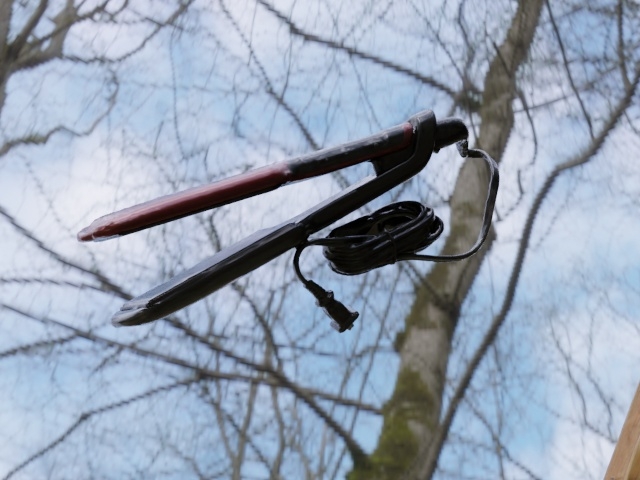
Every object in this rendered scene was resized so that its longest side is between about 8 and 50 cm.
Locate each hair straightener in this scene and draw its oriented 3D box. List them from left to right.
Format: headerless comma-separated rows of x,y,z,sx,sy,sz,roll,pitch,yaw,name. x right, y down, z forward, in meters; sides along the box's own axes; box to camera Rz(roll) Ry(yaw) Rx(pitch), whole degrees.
0.000,0.000,0.691,0.230,0.047,0.089,-21,-85,-34,hair straightener

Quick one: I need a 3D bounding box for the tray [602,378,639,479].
0.309,-0.005,0.776,0.203,0.411,0.076,2,-33,42,tray
